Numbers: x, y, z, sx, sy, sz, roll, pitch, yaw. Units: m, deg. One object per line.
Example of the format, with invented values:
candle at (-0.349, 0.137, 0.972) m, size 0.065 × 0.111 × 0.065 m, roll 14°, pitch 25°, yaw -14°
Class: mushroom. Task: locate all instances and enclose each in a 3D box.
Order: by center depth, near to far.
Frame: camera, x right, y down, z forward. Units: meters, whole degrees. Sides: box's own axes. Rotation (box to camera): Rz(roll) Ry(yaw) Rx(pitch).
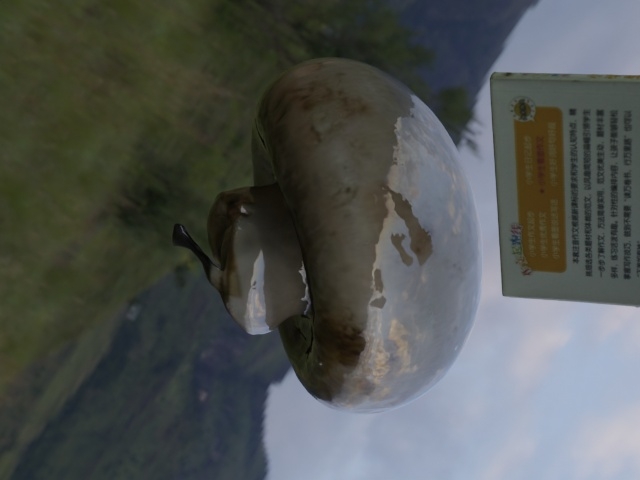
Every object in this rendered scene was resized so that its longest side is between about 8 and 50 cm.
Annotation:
mushroom at (0.000, 0.000, 1.356) m, size 0.362 × 0.294 × 0.362 m, roll 167°, pitch -90°, yaw -79°

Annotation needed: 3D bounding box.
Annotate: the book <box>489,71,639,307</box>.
book at (0.283, -0.033, 1.059) m, size 0.020 × 0.295 × 0.208 m, roll -61°, pitch 150°, yaw -52°
